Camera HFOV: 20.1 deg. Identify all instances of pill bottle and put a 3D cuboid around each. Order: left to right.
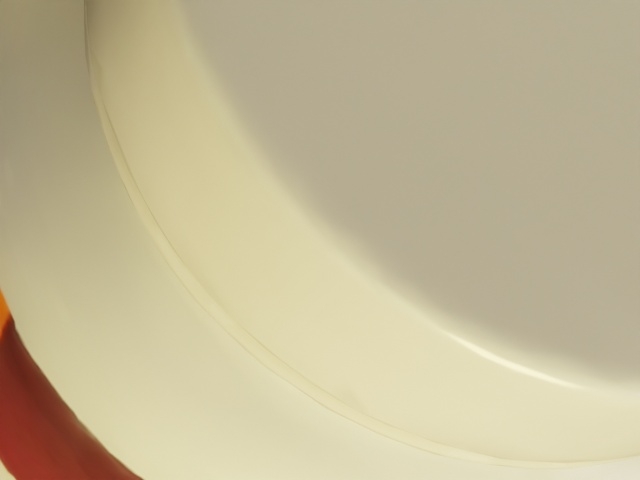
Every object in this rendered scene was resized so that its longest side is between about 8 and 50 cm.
[{"bbox_3d":[0.000,0.000,0.515,0.224,0.224,0.392,-45,179,-26],"label":"pill bottle"}]
